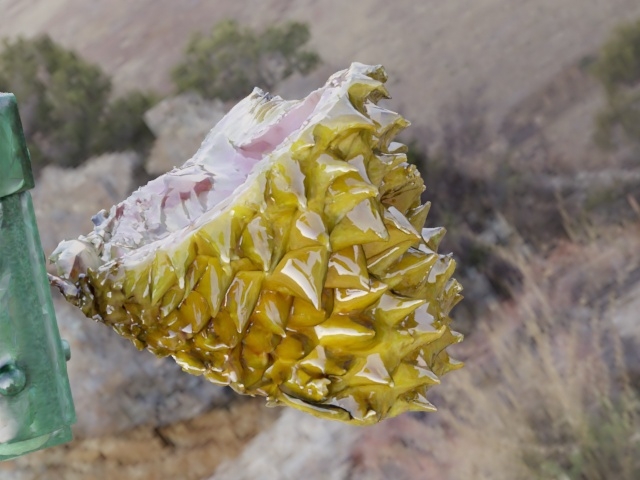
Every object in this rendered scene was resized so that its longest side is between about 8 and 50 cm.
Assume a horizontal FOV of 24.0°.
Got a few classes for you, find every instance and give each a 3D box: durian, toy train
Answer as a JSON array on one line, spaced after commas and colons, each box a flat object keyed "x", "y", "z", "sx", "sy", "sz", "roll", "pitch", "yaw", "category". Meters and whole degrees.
[{"x": 0.004, "y": 0.011, "z": 0.832, "sx": 0.185, "sy": 0.196, "sz": 0.305, "roll": -35, "pitch": 7, "yaw": 16, "category": "durian"}, {"x": -0.145, "y": 0.017, "z": 0.638, "sx": 0.071, "sy": 0.171, "sz": 0.111, "roll": -13, "pitch": 11, "yaw": -17, "category": "toy train"}]
